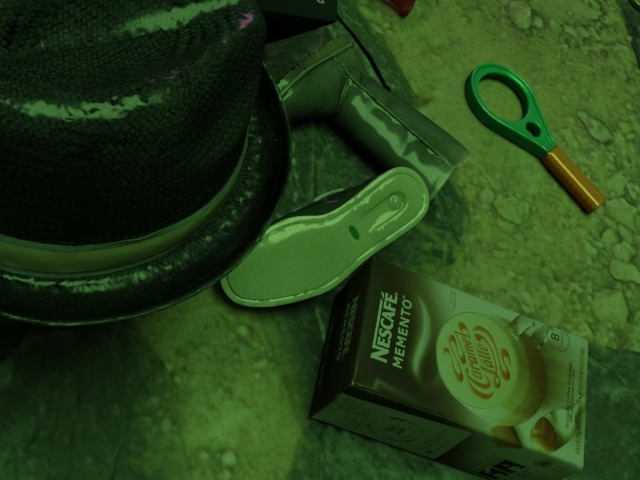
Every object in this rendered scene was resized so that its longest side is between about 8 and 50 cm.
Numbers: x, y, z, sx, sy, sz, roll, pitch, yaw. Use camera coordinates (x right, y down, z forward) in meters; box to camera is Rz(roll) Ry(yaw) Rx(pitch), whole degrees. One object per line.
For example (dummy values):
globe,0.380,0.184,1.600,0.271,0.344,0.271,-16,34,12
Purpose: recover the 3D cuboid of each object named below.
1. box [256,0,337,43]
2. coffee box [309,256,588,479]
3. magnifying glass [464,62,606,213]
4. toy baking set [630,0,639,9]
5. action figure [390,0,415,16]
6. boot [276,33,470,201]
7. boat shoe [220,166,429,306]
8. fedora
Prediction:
box,-0.163,-0.375,0.896,0.343,0.179,0.313,2,91,-29
coffee box,0.130,0.135,0.898,0.246,0.098,0.141,21,57,-14
magnifying glass,0.269,-0.129,1.146,0.092,0.026,0.231,-35,83,-34
toy baking set,0.467,-0.454,1.402,0.196,0.030,0.256,-26,77,-33
action figure,0.024,-0.414,1.143,0.280,0.091,0.139,30,62,-9
boot,0.048,-0.116,1.018,0.208,0.076,0.189,49,57,-3
boat shoe,0.000,0.000,0.932,0.233,0.079,0.084,-28,101,-20
fedora,-0.151,-0.107,0.627,0.334,0.152,0.334,11,62,-21
